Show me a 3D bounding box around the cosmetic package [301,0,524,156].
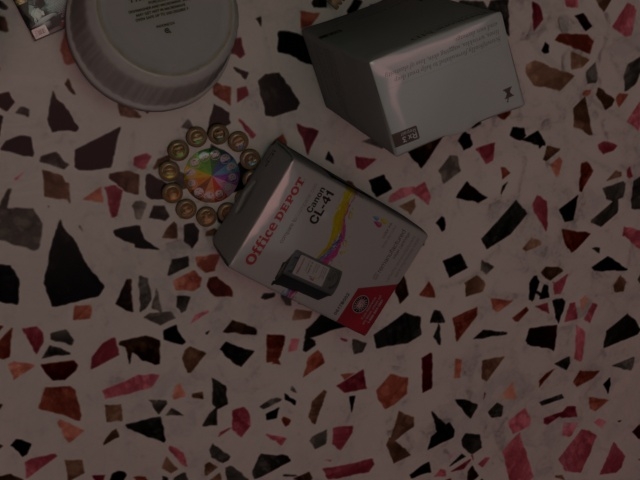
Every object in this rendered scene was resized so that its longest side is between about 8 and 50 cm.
[{"bbox_3d":[0.131,-0.277,1.491,0.217,0.385,0.156,-23,112,-9],"label":"cosmetic package"}]

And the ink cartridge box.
[{"bbox_3d":[0.000,0.000,1.673,0.306,0.131,0.226,28,98,-27],"label":"ink cartridge box"}]

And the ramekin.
[{"bbox_3d":[-0.250,-0.341,1.452,0.273,0.127,0.273,1,88,-21],"label":"ramekin"}]

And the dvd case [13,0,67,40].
[{"bbox_3d":[-0.439,-0.386,1.486,0.087,0.013,0.119,-27,111,-7],"label":"dvd case"}]

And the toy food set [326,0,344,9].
[{"bbox_3d":[0.047,-0.501,1.590,0.132,0.038,0.192,40,98,-17],"label":"toy food set"}]

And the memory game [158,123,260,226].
[{"bbox_3d":[-0.190,-0.113,1.648,0.186,0.012,0.186,-5,108,-16],"label":"memory game"}]
